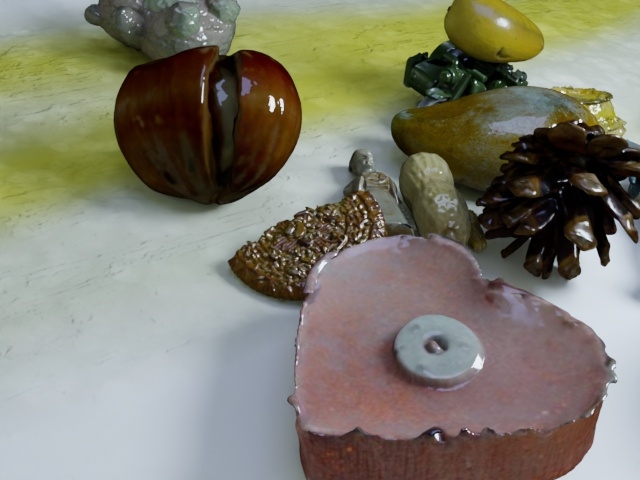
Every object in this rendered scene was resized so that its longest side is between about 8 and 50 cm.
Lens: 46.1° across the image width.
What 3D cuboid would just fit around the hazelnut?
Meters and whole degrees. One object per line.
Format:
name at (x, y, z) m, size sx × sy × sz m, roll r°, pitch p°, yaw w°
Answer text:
hazelnut at (-0.149, -0.151, 1.004) m, size 0.251 × 0.217 × 0.217 m, roll 2°, pitch 36°, yaw 4°

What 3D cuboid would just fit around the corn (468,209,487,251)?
corn at (0.209, -0.016, 1.038) m, size 0.028 × 0.027 × 0.083 m, roll 20°, pitch 33°, yaw -22°

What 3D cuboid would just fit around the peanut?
peanut at (0.156, -0.048, 1.023) m, size 0.082 × 0.082 × 0.187 m, roll 0°, pitch 38°, yaw -13°

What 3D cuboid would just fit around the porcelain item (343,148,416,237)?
porcelain item at (0.074, -0.066, 1.050) m, size 0.084 × 0.054 × 0.213 m, roll 3°, pitch 36°, yaw -10°

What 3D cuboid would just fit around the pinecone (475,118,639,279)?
pinecone at (0.310, -0.048, 0.963) m, size 0.202 × 0.229 × 0.201 m, roll 38°, pitch 88°, yaw 15°

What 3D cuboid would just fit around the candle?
candle at (0.097, 0.139, 0.731) m, size 0.287 × 0.132 × 0.317 m, roll -32°, pitch 44°, yaw -34°

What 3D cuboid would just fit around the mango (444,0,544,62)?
mango at (0.293, -0.348, 1.256) m, size 0.195 × 0.098 × 0.137 m, roll 15°, pitch 29°, yaw -27°

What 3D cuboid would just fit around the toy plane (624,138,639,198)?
toy plane at (0.526, -0.068, 1.126) m, size 0.222 × 0.104 × 0.326 m, roll 17°, pitch 41°, yaw 10°

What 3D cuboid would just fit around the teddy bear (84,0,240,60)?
teddy bear at (-0.270, -0.390, 1.315) m, size 0.267 × 0.151 × 0.236 m, roll 38°, pitch 43°, yaw 27°

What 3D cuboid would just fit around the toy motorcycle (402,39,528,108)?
toy motorcycle at (0.238, -0.284, 1.320) m, size 0.275 × 0.127 × 0.205 m, roll -16°, pitch 47°, yaw -36°

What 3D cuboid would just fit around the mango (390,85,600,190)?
mango at (0.265, -0.158, 1.145) m, size 0.316 × 0.146 × 0.193 m, roll 6°, pitch 39°, yaw 3°

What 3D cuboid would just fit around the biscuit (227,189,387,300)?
biscuit at (0.000, 0.010, 0.912) m, size 0.206 × 0.025 × 0.126 m, roll -29°, pitch 56°, yaw -19°

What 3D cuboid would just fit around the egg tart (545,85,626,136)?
egg tart at (0.435, -0.222, 1.302) m, size 0.191 × 0.074 × 0.191 m, roll -2°, pitch 23°, yaw 1°
